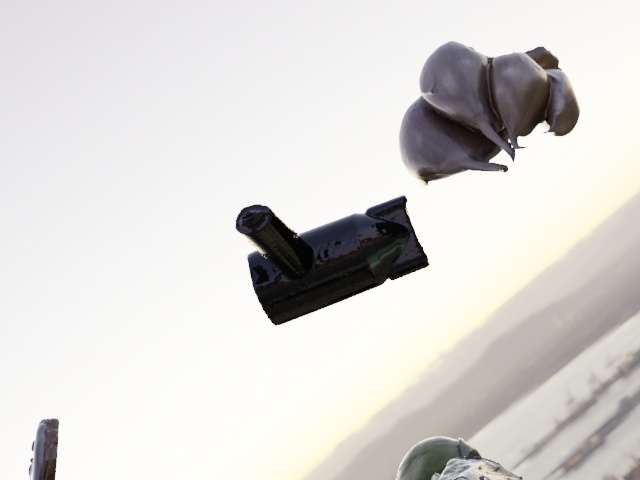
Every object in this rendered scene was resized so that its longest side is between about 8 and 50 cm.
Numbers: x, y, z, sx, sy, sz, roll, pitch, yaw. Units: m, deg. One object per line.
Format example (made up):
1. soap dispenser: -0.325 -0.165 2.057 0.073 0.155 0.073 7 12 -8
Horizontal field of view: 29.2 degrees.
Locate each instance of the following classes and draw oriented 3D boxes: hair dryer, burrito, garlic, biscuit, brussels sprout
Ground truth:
1. hair dryer: 0.000 0.000 1.658 0.244 0.116 0.302 -23 -22 10
2. burrito: 0.205 0.350 1.625 0.229 0.144 0.089 -19 -52 -74
3. garlic: 0.230 -0.166 1.678 0.292 0.238 0.210 -40 -35 -58
4. biscuit: -0.521 0.440 2.290 0.181 0.049 0.208 -102 25 -55
5. brussels sprout: 0.192 0.398 2.002 0.183 0.131 0.145 -53 20 45
